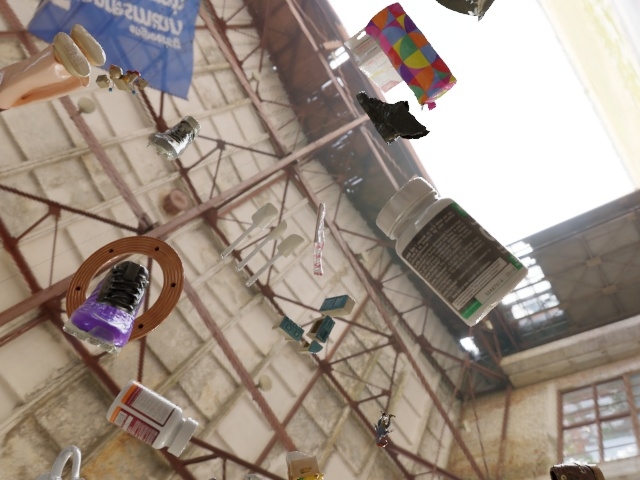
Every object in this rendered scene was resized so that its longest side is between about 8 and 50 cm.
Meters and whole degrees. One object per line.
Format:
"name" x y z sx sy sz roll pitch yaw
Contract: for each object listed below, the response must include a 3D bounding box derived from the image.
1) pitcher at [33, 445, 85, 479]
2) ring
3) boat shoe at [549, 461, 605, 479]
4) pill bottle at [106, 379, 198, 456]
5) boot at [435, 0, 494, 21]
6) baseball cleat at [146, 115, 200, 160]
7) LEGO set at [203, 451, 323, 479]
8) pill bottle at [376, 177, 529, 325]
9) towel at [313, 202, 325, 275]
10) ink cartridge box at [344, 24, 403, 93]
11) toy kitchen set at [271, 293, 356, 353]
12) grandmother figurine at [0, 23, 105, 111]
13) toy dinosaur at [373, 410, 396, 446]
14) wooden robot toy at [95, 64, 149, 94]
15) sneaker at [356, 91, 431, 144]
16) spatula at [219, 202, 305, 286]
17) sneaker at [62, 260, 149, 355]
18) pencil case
"pitcher" -0.492 0.494 1.010 0.125 0.207 0.178 39 -117 -34
"ring" -0.541 0.135 1.489 0.032 0.336 0.337 80 -177 -58
"boat shoe" 0.368 0.423 0.747 0.073 0.073 0.207 1 -115 -8
"pill bottle" -0.450 0.481 1.438 0.221 0.121 0.121 32 -145 -3
"boot" 0.094 -0.265 0.436 0.197 0.137 0.077 22 -121 -12
"baseball cleat" -0.310 -0.225 1.139 0.072 0.109 0.206 39 180 -15
"LEGO set" -0.073 0.396 0.762 0.132 0.287 0.107 37 -135 -20
"pill bottle" 0.324 0.021 1.353 0.361 0.204 0.204 46 -153 16
"towel" 0.000 0.000 1.590 0.197 0.029 0.144 91 -176 -56
"ink cartridge box" 0.163 -0.488 1.420 0.198 0.115 0.067 22 -136 -52
"toy kitchen set" -0.021 0.229 1.643 0.166 0.122 0.207 43 -124 -21
"grandmother figurine" -0.551 -0.254 0.922 0.208 0.342 0.104 -76 -37 -63
"toy dinosaur" 0.149 0.444 1.245 0.090 0.047 0.082 76 -146 -57
"wooden robot toy" -0.563 -0.465 1.488 0.076 0.173 0.079 -65 -27 -23
"sneaker" 0.148 -0.265 1.110 0.051 0.089 0.170 27 -148 -61
"spatula" -0.190 0.017 1.657 0.168 0.242 0.019 47 -166 -7
"sneaker" -0.376 0.106 0.976 0.102 0.293 0.146 31 -96 -18
"pencil case" 0.198 -0.401 1.169 0.236 0.104 0.104 56 -150 1
